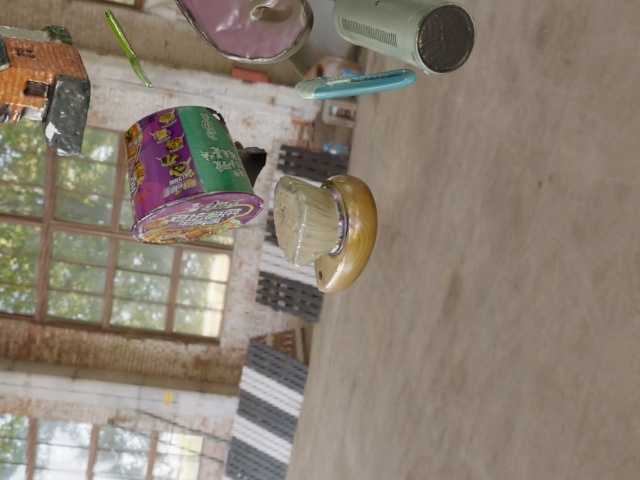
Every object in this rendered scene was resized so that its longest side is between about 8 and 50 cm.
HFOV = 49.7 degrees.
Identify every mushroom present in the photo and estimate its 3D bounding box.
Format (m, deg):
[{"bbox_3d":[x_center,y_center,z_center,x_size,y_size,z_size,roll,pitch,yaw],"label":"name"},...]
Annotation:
[{"bbox_3d":[-0.087,-0.282,0.779,0.141,0.188,0.117,-39,5,5],"label":"mushroom"}]

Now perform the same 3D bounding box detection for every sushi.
[{"bbox_3d":[-0.228,-0.156,1.592,0.150,0.153,0.172,-125,37,-48],"label":"sushi"}]

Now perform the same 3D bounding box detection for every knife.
[{"bbox_3d":[0.064,-0.287,1.254,0.064,0.221,0.031,-96,-1,-48],"label":"knife"},{"bbox_3d":[-0.404,-0.401,1.453,0.184,0.022,0.026,61,-168,-11],"label":"knife"}]

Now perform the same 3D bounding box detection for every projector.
[{"bbox_3d":[0.126,-0.357,1.149,0.337,0.108,0.108,-132,49,-58],"label":"projector"}]

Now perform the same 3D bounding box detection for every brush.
[{"bbox_3d":[0.000,0.000,1.364,0.174,0.166,0.267,-129,38,-50],"label":"brush"}]

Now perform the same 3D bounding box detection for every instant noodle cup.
[{"bbox_3d":[-0.249,-0.124,1.293,0.251,0.251,0.190,122,133,-69],"label":"instant noodle cup"}]

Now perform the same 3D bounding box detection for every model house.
[{"bbox_3d":[-0.623,-0.312,1.348,0.190,0.300,0.271,-60,43,31],"label":"model house"}]
